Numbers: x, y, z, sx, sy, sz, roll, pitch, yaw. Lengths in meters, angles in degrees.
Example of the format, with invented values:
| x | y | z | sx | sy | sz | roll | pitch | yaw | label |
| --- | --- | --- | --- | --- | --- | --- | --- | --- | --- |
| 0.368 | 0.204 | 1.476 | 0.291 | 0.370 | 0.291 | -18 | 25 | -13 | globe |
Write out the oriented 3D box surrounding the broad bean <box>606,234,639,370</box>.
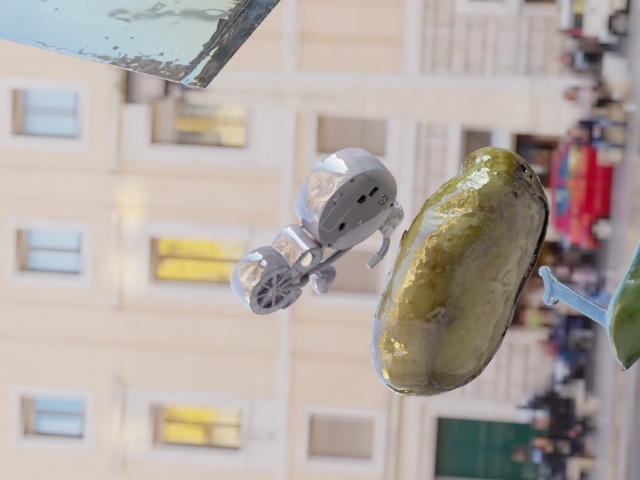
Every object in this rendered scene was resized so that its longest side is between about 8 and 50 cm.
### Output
| x | y | z | sx | sy | sz | roll | pitch | yaw | label |
| --- | --- | --- | --- | --- | --- | --- | --- | --- | --- |
| 0.345 | -0.023 | 1.753 | 0.098 | 0.056 | 0.318 | 16 | -89 | -40 | broad bean |

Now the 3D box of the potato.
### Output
| x | y | z | sx | sy | sz | roll | pitch | yaw | label |
| --- | --- | --- | --- | --- | --- | --- | --- | --- | --- |
| 0.088 | 0.021 | 1.150 | 0.107 | 0.080 | 0.170 | 15 | -85 | -50 | potato |

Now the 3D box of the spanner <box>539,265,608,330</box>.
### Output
| x | y | z | sx | sy | sz | roll | pitch | yaw | label |
| --- | --- | --- | --- | --- | --- | --- | --- | --- | --- |
| 0.328 | 0.080 | 2.241 | 0.254 | 0.015 | 0.054 | -142 | 47 | -69 | spanner |

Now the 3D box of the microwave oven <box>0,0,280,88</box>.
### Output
| x | y | z | sx | sy | sz | roll | pitch | yaw | label |
| --- | --- | --- | --- | --- | --- | --- | --- | --- | --- |
| -0.156 | -0.355 | 1.488 | 0.432 | 0.374 | 0.236 | -41 | 43 | 53 | microwave oven |

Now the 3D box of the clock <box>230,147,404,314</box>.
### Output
| x | y | z | sx | sy | sz | roll | pitch | yaw | label |
| --- | --- | --- | --- | --- | --- | --- | --- | --- | --- |
| 0.000 | 0.000 | 1.176 | 0.129 | 0.041 | 0.087 | -46 | -35 | 2 | clock |
